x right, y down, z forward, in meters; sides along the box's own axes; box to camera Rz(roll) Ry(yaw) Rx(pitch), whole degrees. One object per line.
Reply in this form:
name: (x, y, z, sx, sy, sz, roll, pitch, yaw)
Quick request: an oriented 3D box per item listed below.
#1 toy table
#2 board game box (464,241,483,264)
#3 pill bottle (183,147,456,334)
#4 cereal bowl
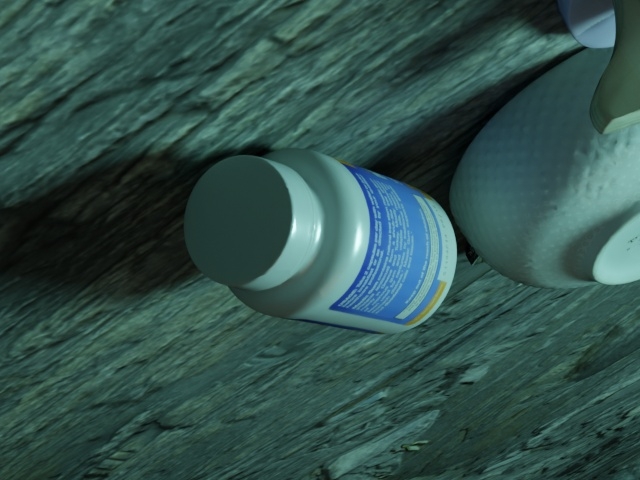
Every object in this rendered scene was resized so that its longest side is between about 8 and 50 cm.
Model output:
toy table: (0.307, -0.193, 1.276, 0.252, 0.161, 0.274, -23, 159, -4)
board game box: (0.247, -0.039, 1.740, 0.126, 0.026, 0.186, -15, 156, -23)
pill bottle: (0.000, 0.000, 1.404, 0.152, 0.152, 0.272, -34, 156, 22)
cereal bowl: (0.309, -0.058, 1.563, 0.339, 0.141, 0.339, -21, 150, -13)
